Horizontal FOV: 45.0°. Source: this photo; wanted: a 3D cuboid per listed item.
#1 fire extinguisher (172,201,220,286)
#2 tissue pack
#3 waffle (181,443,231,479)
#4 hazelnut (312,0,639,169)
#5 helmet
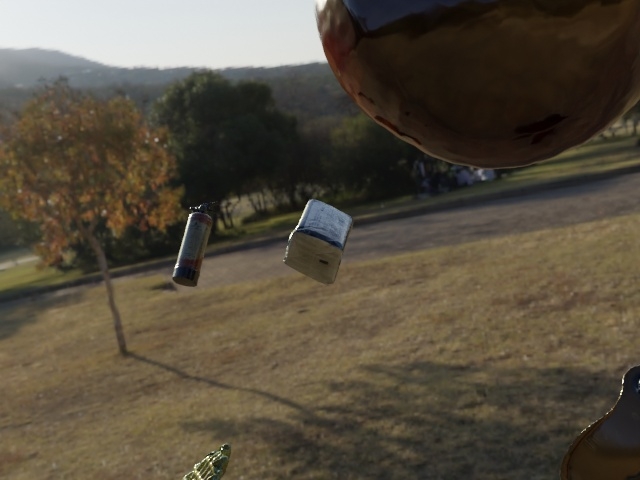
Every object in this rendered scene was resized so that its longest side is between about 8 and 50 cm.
[{"bbox_3d":[-0.235,0.000,1.473,0.062,0.177,0.050,10,-24,2],"label":"fire extinguisher"},{"bbox_3d":[-0.001,0.000,1.421,0.103,0.090,0.170,24,22,-1],"label":"tissue pack"},{"bbox_3d":[-0.214,0.430,1.311,0.183,0.036,0.169,-43,13,37],"label":"waffle"},{"bbox_3d":[0.192,-0.268,0.935,0.429,0.402,0.402,25,14,8],"label":"hazelnut"},{"bbox_3d":[0.378,0.221,0.814,0.224,0.198,0.130,-28,41,-20],"label":"helmet"}]
